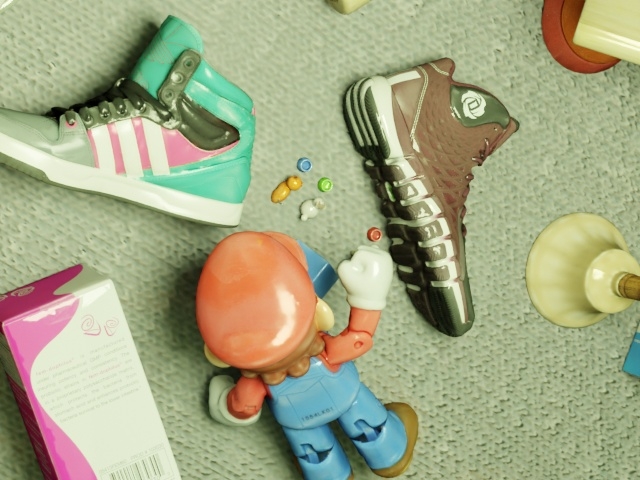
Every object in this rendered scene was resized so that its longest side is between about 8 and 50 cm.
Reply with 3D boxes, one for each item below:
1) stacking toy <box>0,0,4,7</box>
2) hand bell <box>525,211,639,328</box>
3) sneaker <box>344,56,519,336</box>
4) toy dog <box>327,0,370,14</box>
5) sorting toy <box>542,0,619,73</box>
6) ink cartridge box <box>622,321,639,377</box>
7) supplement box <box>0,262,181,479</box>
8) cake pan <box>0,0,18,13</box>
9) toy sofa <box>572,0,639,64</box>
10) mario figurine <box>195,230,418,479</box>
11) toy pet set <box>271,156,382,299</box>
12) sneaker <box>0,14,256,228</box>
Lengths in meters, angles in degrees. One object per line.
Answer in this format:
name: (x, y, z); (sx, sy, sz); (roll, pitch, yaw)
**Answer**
stacking toy: (-0.415, -0.096, 1.617); (0.351, 0.350, 0.480); (38, 78, -22)
hand bell: (0.318, 0.050, 1.966); (0.126, 0.242, 0.126); (-4, 100, -21)
sneaker: (0.144, -0.054, 1.960); (0.162, 0.106, 0.281); (-25, 106, -20)
toy dog: (0.031, -0.365, 1.835); (0.334, 0.161, 0.220); (42, 82, -21)
sorting toy: (0.418, -0.212, 2.030); (0.366, 0.126, 0.127); (8, 95, -22)
ink cartridge box: (0.436, 0.060, 2.103); (0.134, 0.078, 0.231); (20, 90, -23)
supplement box: (-0.225, 0.147, 1.838); (0.111, 0.114, 0.220); (-21, 106, -16)
cake pan: (-0.368, -0.329, 1.742); (0.293, 0.054, 0.293); (-3, 99, -21)
toy sofa: (0.368, -0.319, 1.917); (0.150, 0.177, 0.362); (19, 60, 6)
mario figurine: (-0.017, 0.098, 1.879); (0.198, 0.170, 0.320); (-45, 133, -18)
toy pet set: (0.000, 0.000, 1.930); (0.122, 0.065, 0.114); (43, 82, -21)
sneaker: (-0.180, -0.129, 1.805); (0.296, 0.124, 0.178); (15, 97, -30)
